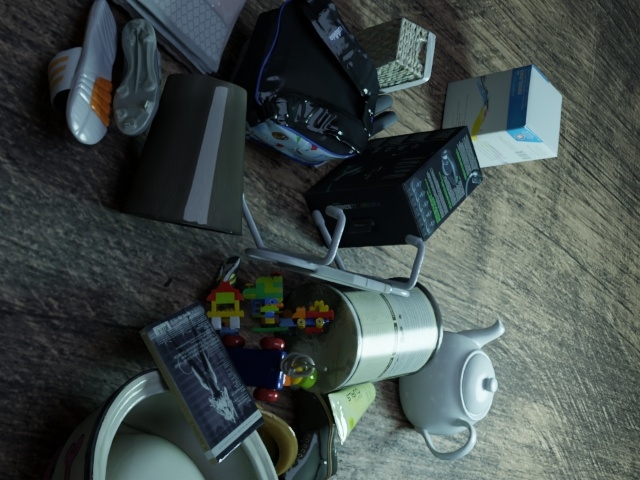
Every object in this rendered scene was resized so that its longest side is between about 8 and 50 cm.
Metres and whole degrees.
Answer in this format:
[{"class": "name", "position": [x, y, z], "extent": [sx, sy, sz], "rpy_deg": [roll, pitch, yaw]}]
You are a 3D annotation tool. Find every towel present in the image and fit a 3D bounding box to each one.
[{"class": "towel", "position": [-0.222, -0.480, 1.388], "extent": [0.332, 0.053, 0.317], "rpy_deg": [38, 66, -51]}]

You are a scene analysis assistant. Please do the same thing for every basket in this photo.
[{"class": "basket", "position": [0.139, -0.383, 1.778], "extent": [0.103, 0.167, 0.113], "rpy_deg": [23, 71, -42]}, {"class": "basket", "position": [-0.196, -0.135, 1.346], "extent": [0.204, 0.154, 0.227], "rpy_deg": [13, 87, -40]}]

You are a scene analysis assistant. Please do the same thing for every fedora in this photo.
[{"class": "fedora", "position": [-0.132, 0.330, 1.453], "extent": [0.194, 0.194, 0.079], "rpy_deg": [57, 14, -31]}]

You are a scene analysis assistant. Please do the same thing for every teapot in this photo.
[{"class": "teapot", "position": [0.306, 0.326, 1.919], "extent": [0.252, 0.187, 0.256], "rpy_deg": [-15, 100, -49]}]

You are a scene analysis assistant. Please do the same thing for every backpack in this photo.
[{"class": "backpack", "position": [-0.030, -0.259, 1.531], "extent": [0.263, 0.213, 0.277], "rpy_deg": [30, 71, -30]}]

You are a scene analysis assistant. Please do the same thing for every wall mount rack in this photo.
[{"class": "wall mount rack", "position": [0.000, 0.000, 1.486], "extent": [0.350, 0.304, 0.131], "rpy_deg": [18, 86, -42]}]

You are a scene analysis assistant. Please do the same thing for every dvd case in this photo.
[{"class": "dvd case", "position": [-0.175, 0.209, 1.295], "extent": [0.221, 0.018, 0.164], "rpy_deg": [61, 23, 1]}]

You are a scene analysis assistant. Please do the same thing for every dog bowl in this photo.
[{"class": "dog bowl", "position": [-0.224, 0.398, 1.221], "extent": [0.408, 0.150, 0.408], "rpy_deg": [44, 31, -36]}]

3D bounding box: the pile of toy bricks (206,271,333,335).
[{"class": "pile of toy bricks", "position": [-0.087, 0.105, 1.484], "extent": [0.118, 0.212, 0.105], "rpy_deg": [98, -10, -75]}]

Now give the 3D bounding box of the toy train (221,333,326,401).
[{"class": "toy train", "position": [-0.053, 0.224, 1.454], "extent": [0.143, 0.248, 0.105], "rpy_deg": [21, 72, -52]}]

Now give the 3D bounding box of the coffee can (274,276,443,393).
[{"class": "coffee can", "position": [0.078, 0.175, 1.642], "extent": [0.275, 0.201, 0.202], "rpy_deg": [0, 88, -50]}]

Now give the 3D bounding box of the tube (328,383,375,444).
[{"class": "tube", "position": [0.056, 0.317, 1.643], "extent": [0.062, 0.070, 0.240], "rpy_deg": [-58, 168, 9]}]

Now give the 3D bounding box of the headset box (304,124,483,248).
[{"class": "headset box", "position": [0.144, -0.102, 1.703], "extent": [0.283, 0.246, 0.131], "rpy_deg": [-42, 119, -43]}]

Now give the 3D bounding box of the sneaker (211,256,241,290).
[{"class": "sneaker", "position": [-0.162, 0.066, 1.502], "extent": [0.083, 0.031, 0.035], "rpy_deg": [-60, 137, -22]}]

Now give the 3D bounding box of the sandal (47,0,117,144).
[{"class": "sandal", "position": [-0.354, -0.246, 1.261], "extent": [0.102, 0.076, 0.265], "rpy_deg": [73, 14, -54]}]

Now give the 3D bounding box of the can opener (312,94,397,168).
[{"class": "can opener", "position": [0.074, -0.227, 1.742], "extent": [0.283, 0.095, 0.076], "rpy_deg": [-32, 113, -39]}]

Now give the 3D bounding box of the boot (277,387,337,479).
[{"class": "boot", "position": [-0.039, 0.379, 1.598], "extent": [0.137, 0.076, 0.198], "rpy_deg": [-22, 103, -43]}]

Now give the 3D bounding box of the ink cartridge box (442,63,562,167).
[{"class": "ink cartridge box", "position": [0.436, -0.294, 2.072], "extent": [0.171, 0.232, 0.168], "rpy_deg": [28, 65, -45]}]

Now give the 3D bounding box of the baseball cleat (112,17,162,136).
[{"class": "baseball cleat", "position": [-0.270, -0.237, 1.318], "extent": [0.109, 0.072, 0.206], "rpy_deg": [76, 15, -67]}]
